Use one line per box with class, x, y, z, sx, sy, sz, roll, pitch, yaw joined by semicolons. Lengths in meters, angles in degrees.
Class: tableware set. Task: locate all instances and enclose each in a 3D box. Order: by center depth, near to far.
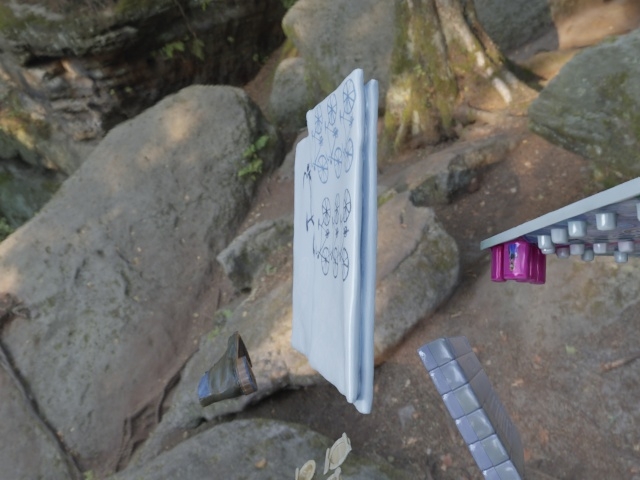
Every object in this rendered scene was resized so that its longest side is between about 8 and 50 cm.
tableware set;-0.002;0.432;1.016;0.169;0.020;0.141;-45;16;21

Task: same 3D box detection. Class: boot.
boot;-0.194;0.250;1.124;0.106;0.082;0.219;-23;16;-7

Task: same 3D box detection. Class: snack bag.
snack bag;0.000;0.000;0.680;0.037;0.323;0.342;0;0;-13

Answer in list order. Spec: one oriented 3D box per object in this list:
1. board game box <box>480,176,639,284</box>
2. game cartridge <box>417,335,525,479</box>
board game box;0.382;0.008;0.465;0.390;0.050;0.390;2;-7;-2
game cartridge;0.258;0.271;0.940;0.068;0.230;0.355;-27;-17;13
